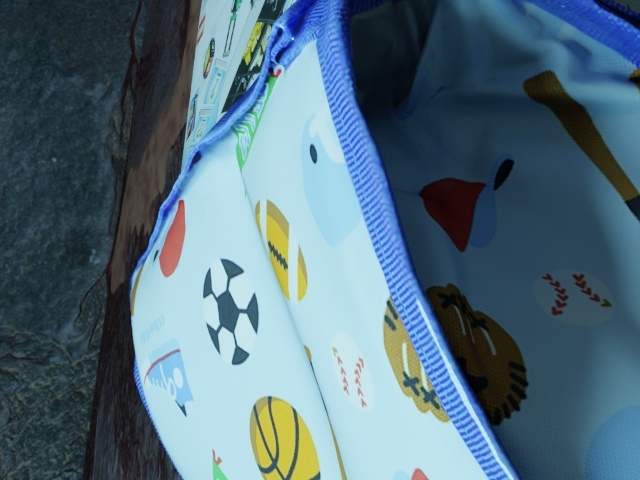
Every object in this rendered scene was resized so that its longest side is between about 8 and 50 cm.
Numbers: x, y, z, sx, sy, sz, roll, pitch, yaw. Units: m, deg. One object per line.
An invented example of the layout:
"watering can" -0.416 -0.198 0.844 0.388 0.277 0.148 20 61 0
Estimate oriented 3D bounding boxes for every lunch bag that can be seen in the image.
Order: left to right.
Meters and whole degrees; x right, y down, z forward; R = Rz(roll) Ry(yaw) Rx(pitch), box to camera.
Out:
"lunch bag" 0.090 0.086 0.548 0.239 0.385 0.328 -42 -2 -29

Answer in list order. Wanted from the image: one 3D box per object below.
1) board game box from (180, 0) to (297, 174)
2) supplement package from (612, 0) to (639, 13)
"board game box" -0.008 -0.126 0.658 0.305 0.053 0.193 136 142 -60
"supplement package" 0.115 -0.079 0.775 0.198 0.263 0.199 -96 24 -43
